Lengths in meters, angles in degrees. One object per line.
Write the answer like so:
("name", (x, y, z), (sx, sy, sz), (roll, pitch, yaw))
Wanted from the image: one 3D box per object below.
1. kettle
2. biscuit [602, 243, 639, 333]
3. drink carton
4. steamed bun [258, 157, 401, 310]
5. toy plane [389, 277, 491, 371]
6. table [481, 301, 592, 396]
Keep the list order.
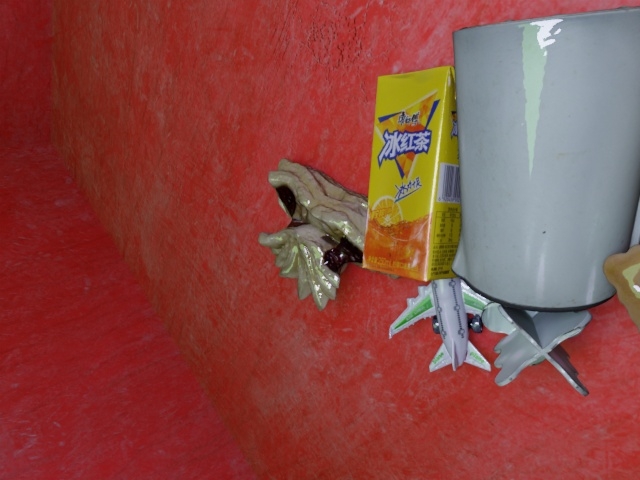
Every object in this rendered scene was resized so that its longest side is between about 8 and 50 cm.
("kettle", (0.365, -0.108, 0.645), (0.362, 0.250, 0.376), (1, 112, 17))
("biscuit", (0.468, 0.044, 0.440), (0.325, 0.044, 0.217), (-39, 71, 46))
("drink carton", (0.173, -0.114, 0.842), (0.155, 0.111, 0.350), (10, 99, 46))
("steamed bun", (0.000, 0.000, 1.096), (0.428, 0.189, 0.247), (38, 139, 29))
("toy plane", (0.253, 0.128, 0.922), (0.251, 0.101, 0.255), (-8, 89, 26))
("table", (0.337, 0.147, 0.737), (0.167, 0.198, 0.166), (2, 96, 20))
